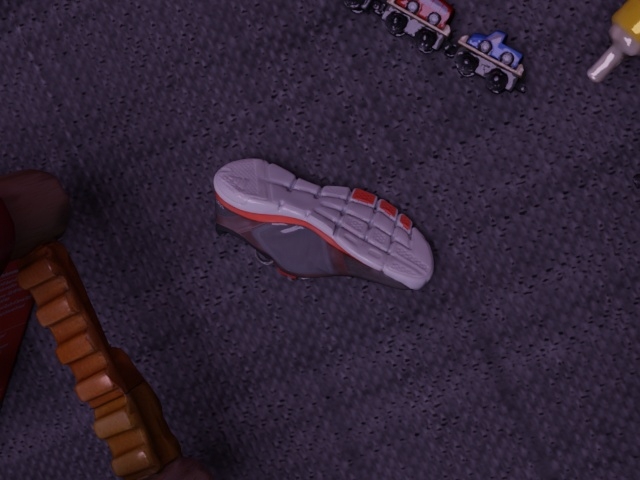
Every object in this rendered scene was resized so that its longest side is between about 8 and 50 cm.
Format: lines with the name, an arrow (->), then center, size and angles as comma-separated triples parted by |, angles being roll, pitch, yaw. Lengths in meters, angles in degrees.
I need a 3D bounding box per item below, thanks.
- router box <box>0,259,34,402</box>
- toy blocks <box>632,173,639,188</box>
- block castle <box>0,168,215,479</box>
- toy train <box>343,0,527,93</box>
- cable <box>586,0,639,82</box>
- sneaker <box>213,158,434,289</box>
router box -> -0.390, 0.052, 0.974 | 0.335, 0.082, 0.301 | 24, 104, 11
toy blocks -> 0.316, 0.102, 0.686 | 0.260, 0.288, 0.309 | -4, 94, 20
block castle -> -0.322, 0.160, 0.818 | 0.453, 0.213, 0.303 | -25, 92, 17
toy train -> 0.067, -0.141, 0.849 | 0.158, 0.027, 0.036 | 32, 95, 9
cable -> 0.276, -0.188, 0.759 | 0.139, 0.072, 0.287 | 26, 104, 4
sneaker -> 0.000, 0.000, 0.883 | 0.158, 0.061, 0.065 | 25, 131, 11
